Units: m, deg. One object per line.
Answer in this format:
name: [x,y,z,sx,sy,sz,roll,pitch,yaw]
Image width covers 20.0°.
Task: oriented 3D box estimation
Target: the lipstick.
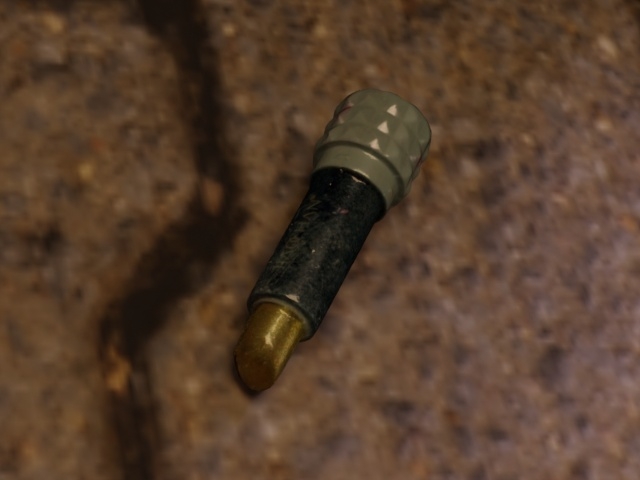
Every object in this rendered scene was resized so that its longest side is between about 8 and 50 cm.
lipstick: [0.000,0.000,0.598,0.037,0.037,0.116,30,54,0]
